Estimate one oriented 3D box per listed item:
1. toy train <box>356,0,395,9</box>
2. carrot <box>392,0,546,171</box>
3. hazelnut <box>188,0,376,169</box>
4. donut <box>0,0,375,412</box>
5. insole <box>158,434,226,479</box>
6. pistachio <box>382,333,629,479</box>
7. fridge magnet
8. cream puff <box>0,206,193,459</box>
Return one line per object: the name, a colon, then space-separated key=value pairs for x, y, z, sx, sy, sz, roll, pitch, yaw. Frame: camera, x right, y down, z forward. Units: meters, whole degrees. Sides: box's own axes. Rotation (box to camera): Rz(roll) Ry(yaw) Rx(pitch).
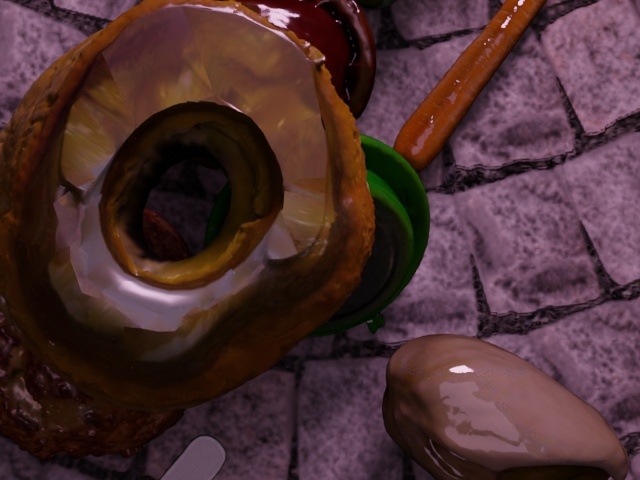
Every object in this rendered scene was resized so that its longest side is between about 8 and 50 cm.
toy train: x=0.084 y=-0.408 z=1.409 sx=0.397 sy=0.160 sz=0.253 roll=-45 pitch=98 yaw=-6
carrot: x=0.147 y=-0.162 z=1.452 sx=0.043 sy=0.043 sz=0.248 roll=38 pitch=81 yaw=-2
hazelnut: x=-0.058 y=-0.149 z=1.370 sx=0.202 sy=0.160 sz=0.170 roll=-31 pitch=90 yaw=-19
donut: x=-0.104 y=-0.026 z=1.213 sx=0.330 sy=0.160 sz=0.330 roll=0 pitch=89 yaw=-14
insole: x=-0.139 y=0.245 z=1.416 sx=0.053 sy=0.002 sz=0.152 roll=38 pitch=84 yaw=-2
pistachio: x=0.162 y=0.167 z=1.387 sx=0.238 sy=0.138 sz=0.153 roll=31 pitch=50 yaw=-4
fridge magnet: x=0.000 y=0.000 z=1.375 sx=0.208 sy=0.088 sz=0.208 roll=-7 pitch=121 yaw=-12
cream puff: x=-0.213 y=0.076 z=1.345 sx=0.240 sy=0.164 sz=0.240 roll=0 pitch=91 yaw=-9
